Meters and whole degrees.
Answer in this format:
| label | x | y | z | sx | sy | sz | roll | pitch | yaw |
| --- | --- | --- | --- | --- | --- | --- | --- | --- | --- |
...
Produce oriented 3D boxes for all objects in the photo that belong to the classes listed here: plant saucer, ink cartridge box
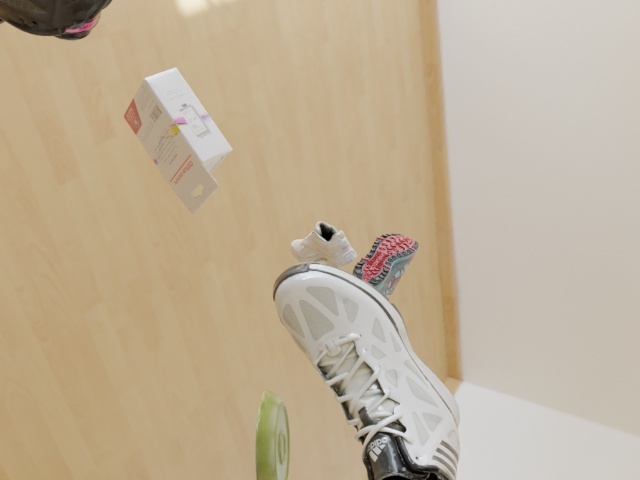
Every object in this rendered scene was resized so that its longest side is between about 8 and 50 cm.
| label | x | y | z | sx | sy | sz | roll | pitch | yaw |
| --- | --- | --- | --- | --- | --- | --- | --- | --- | --- |
| plant saucer | -0.094 | 0.431 | 1.356 | 0.241 | 0.037 | 0.241 | -2 | 90 | -84 |
| ink cartridge box | -0.216 | -0.154 | 1.035 | 0.067 | 0.115 | 0.198 | -33 | 89 | -39 |

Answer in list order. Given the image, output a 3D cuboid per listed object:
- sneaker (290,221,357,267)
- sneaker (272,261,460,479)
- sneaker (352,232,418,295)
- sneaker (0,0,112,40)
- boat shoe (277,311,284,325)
| label | x | y | z | sx | sy | sz | roll | pitch | yaw |
| --- | --- | --- | --- | --- | --- | --- | --- | --- | --- |
| sneaker | 0.000 | 0.000 | 1.759 | 0.090 | 0.232 | 0.115 | -32 | 114 | -38 |
| sneaker | 0.086 | 0.239 | 1.047 | 0.447 | 0.169 | 0.257 | 47 | 17 | -13 |
| sneaker | 0.153 | 0.077 | 1.635 | 0.262 | 0.104 | 0.125 | -37 | 144 | -42 |
| sneaker | -0.270 | -0.337 | 0.732 | 0.185 | 0.482 | 0.202 | -48 | 132 | -38 |
| boat shoe | -0.041 | 0.140 | 1.306 | 0.190 | 0.072 | 0.068 | 64 | 14 | -63 |
